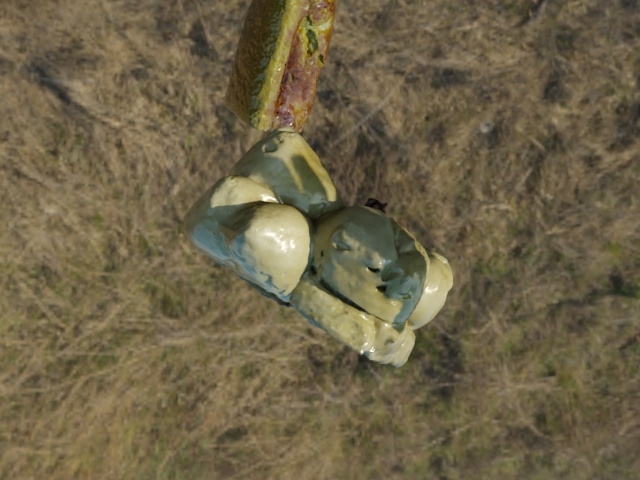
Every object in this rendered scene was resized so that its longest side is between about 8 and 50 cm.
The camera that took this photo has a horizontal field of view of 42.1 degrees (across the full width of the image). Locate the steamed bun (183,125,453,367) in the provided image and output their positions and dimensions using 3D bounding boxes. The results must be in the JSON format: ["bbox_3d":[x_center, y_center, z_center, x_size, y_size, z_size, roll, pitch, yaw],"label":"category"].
[{"bbox_3d":[0.000,0.000,0.575,0.177,0.106,0.192,30,174,19],"label":"steamed bun"}]

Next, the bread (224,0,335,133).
[{"bbox_3d":[-0.047,-0.222,0.991,0.103,0.132,0.172,6,111,-26],"label":"bread"}]
